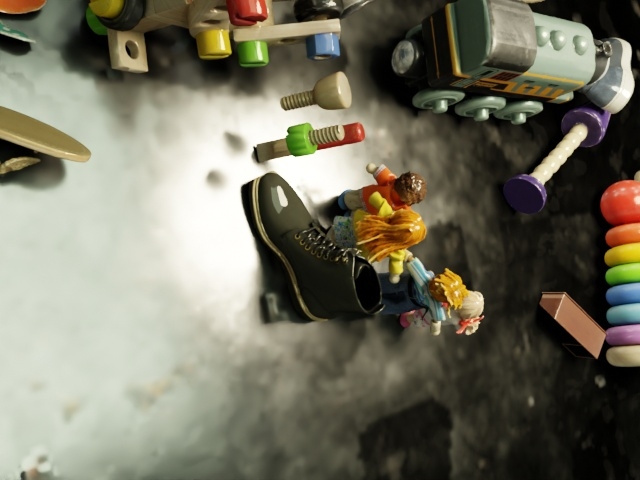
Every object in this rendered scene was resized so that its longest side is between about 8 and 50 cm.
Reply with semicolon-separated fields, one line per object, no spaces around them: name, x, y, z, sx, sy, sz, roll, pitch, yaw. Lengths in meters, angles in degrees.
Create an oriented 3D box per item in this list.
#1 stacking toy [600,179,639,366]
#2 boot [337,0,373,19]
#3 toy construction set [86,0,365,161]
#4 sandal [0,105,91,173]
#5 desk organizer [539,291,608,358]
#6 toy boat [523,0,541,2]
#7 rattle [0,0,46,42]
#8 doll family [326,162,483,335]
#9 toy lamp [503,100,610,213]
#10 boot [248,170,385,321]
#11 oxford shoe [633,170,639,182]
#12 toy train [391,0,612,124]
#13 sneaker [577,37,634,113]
stacking toy;0.561;0.053;1.090;0.141;0.141;0.330;3;78;-32
boot;0.046;-0.481;0.843;0.223;0.118;0.338;39;76;-26
toy construction set;-0.107;-0.221;0.683;0.257;0.237;0.308;-64;139;-54
sandal;-0.344;-0.095;0.567;0.240;0.088;0.079;22;104;-22
desk organizer;0.418;0.143;1.029;0.130;0.047;0.050;39;67;-23
toy boat;0.317;-0.544;1.010;0.267;0.148;0.318;23;79;-23
rattle;-0.386;-0.230;0.573;0.130;0.143;0.200;68;21;1
doll family;0.101;0.036;0.764;0.118;0.163;0.263;-38;104;-34
toy lamp;0.411;-0.153;1.043;0.275;0.080;0.080;-43;107;-30
boot;0.000;0.000;0.724;0.077;0.137;0.198;-33;101;-31
oxford shoe;0.753;-0.073;1.230;0.348;0.123;0.130;5;76;-33
toy train;0.270;-0.260;0.898;0.334;0.190;0.142;-1;85;-33
sneaker;0.458;-0.327;1.091;0.163;0.086;0.226;25;40;-2
